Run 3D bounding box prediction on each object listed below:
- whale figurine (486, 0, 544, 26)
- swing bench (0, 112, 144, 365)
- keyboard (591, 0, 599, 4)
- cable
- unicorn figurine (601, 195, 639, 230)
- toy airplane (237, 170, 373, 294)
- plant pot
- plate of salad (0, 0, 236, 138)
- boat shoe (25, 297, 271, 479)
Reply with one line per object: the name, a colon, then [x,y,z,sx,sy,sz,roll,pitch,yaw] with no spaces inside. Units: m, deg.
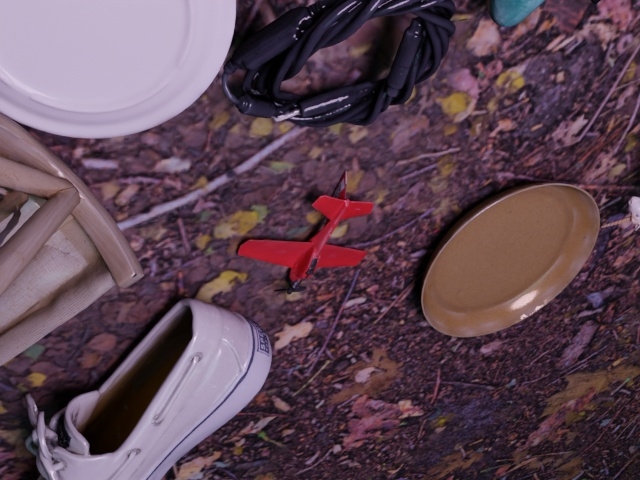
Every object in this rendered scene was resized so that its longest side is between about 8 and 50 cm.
whale figurine: [0.128,-0.246,0.474,0.216,0.141,0.272,-39,139,9]
swing bench: [-0.297,0.040,0.459,0.253,0.165,0.255,-33,-179,10]
keyboard: [0.278,-0.263,0.559,0.192,0.038,0.100,-42,144,-26]
cable: [0.028,-0.134,0.546,0.185,0.047,0.151,-26,154,28]
unicorn figurine: [0.400,-0.080,0.812,0.162,0.060,0.111,-31,132,-10]
toy airplane: [0.000,0.000,0.715,0.151,0.028,0.151,-16,136,-16]
plant pot: [0.219,0.021,0.849,0.236,0.032,0.236,-15,135,-16]
plate of salad: [-0.157,-0.157,0.474,0.200,0.048,0.199,-7,131,-8]
boat shoe: [-0.221,0.193,0.701,0.367,0.136,0.156,-43,135,9]
